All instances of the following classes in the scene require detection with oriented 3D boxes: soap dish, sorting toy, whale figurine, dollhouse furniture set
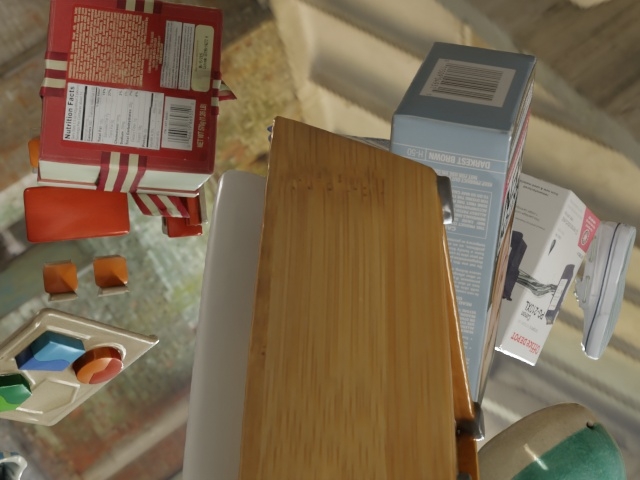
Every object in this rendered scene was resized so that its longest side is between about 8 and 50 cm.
[{"bbox_3d":[0.025,0.114,0.573,0.291,0.118,0.229,73,14,-49],"label":"soap dish"},{"bbox_3d":[-0.380,0.201,1.423,0.229,0.307,0.041,21,35,-56],"label":"sorting toy"},{"bbox_3d":[0.213,0.296,1.175,0.216,0.272,0.141,-2,46,-53],"label":"whale figurine"},{"bbox_3d":[-0.310,-0.048,1.649,0.135,0.259,0.262,173,-90,-74],"label":"dollhouse furniture set"}]

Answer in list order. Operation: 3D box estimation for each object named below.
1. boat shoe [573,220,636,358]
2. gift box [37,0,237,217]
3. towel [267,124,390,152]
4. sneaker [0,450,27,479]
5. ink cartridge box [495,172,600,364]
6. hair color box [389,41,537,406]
[{"bbox_3d":[0.452,0.077,1.797,0.075,0.226,0.083,17,7,27],"label":"boat shoe"},{"bbox_3d":[-0.242,-0.173,1.482,0.258,0.276,0.255,166,-67,-75],"label":"gift box"},{"bbox_3d":[0.083,-0.121,1.587,0.209,0.284,0.034,-147,-116,-64],"label":"towel"},{"bbox_3d":[-0.444,0.384,1.483,0.237,0.086,0.085,-98,160,-45],"label":"sneaker"},{"bbox_3d":[0.285,0.043,1.555,0.100,0.237,0.172,24,-1,31],"label":"ink cartridge box"},{"bbox_3d":[0.133,0.011,1.127,0.113,0.185,0.375,11,-57,13],"label":"hair color box"}]
